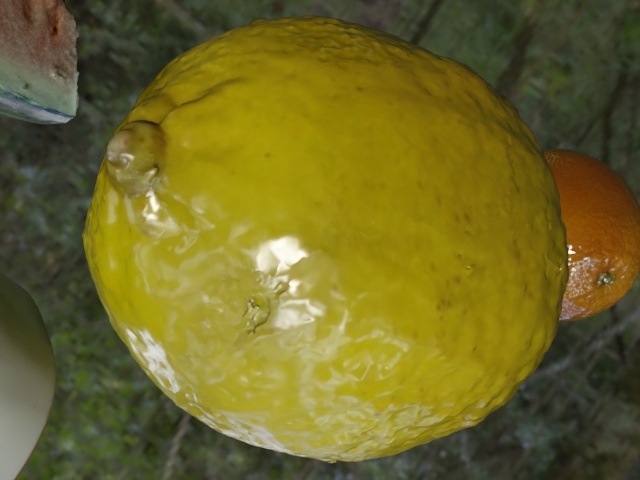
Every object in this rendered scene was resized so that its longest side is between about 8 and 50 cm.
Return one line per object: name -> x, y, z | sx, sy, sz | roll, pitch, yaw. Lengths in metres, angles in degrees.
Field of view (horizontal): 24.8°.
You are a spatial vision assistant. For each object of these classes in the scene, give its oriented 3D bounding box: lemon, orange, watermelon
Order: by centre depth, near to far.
lemon -> 0.000, 0.000, 0.860 | 0.322, 0.268, 0.268 | 19, 178, -31
watermelon -> -0.282, -0.219, 1.211 | 0.213, 0.201, 0.262 | 29, -174, -37
orange -> 0.264, -0.004, 1.620 | 0.206, 0.206, 0.206 | 35, 168, 9

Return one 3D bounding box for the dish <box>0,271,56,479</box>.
dish -> -0.285, 0.092, 0.852 | 0.256, 0.256, 0.117 | 21, 157, 51
